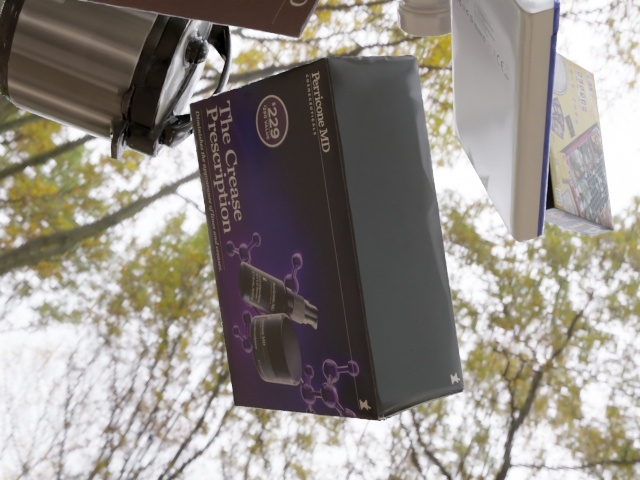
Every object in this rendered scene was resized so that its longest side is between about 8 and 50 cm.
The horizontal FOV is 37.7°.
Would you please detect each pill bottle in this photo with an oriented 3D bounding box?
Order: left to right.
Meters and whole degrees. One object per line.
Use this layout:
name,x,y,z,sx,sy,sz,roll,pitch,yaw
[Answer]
pill bottle,0.157,-0.421,1.355,0.131,0.131,0.229,10,-49,22

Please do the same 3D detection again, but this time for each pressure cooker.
pressure cooker,-0.394,-0.372,1.884,0.420,0.375,0.370,20,-73,-1

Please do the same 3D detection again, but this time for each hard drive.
hard drive,0.193,-0.177,1.019,0.040,0.210,0.318,-16,-40,-4

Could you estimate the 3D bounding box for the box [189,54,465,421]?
box,0.000,0.000,0.750,0.184,0.103,0.261,-7,-88,47

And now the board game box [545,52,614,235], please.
board game box,0.337,-0.139,1.303,0.042,0.243,0.165,-17,-22,42

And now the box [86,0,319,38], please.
box,-0.165,-0.306,0.791,0.381,0.143,0.191,3,-31,-24
